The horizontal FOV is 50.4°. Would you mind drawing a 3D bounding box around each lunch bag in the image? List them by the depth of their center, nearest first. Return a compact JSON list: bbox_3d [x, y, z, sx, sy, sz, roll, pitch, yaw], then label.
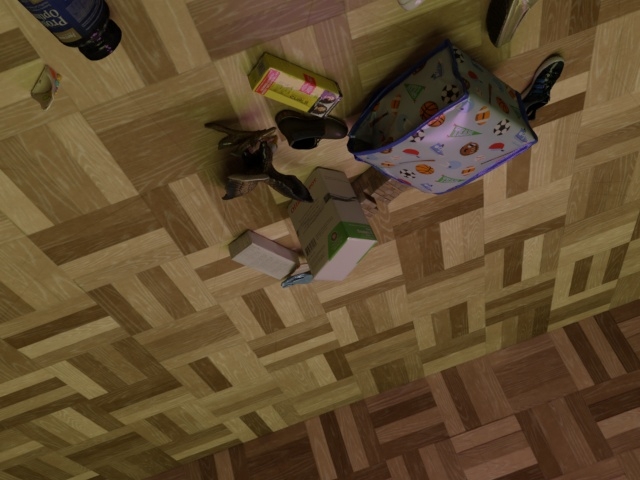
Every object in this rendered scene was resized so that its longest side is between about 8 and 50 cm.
[{"bbox_3d":[0.305,-0.294,1.803,0.328,0.238,0.385,21,137,-36],"label":"lunch bag"}]

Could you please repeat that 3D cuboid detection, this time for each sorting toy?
[{"bbox_3d":[-0.596,-0.324,1.489,0.045,0.075,0.083,16,133,-40],"label":"sorting toy"}]

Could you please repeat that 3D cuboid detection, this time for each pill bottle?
[{"bbox_3d":[-0.491,-0.456,1.319,0.123,0.122,0.219,-27,145,10],"label":"pill bottle"}]

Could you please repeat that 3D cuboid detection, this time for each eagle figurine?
[{"bbox_3d":[-0.154,-0.181,1.808,0.225,0.226,0.298,-33,143,-17],"label":"eagle figurine"}]

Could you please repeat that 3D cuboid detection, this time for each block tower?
[{"bbox_3d":[0.152,-0.144,2.087,0.335,0.090,0.097,-39,141,25],"label":"block tower"}]

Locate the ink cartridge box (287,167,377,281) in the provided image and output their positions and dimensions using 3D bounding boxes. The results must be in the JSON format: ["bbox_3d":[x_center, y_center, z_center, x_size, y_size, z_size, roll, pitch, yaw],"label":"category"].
[{"bbox_3d":[0.027,-0.047,2.000,0.115,0.272,0.198,6,138,-36],"label":"ink cartridge box"}]

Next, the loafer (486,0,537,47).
[{"bbox_3d":[0.478,-0.584,1.637,0.092,0.101,0.268,-4,142,-12],"label":"loafer"}]

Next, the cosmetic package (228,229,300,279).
[{"bbox_3d":[-0.180,0.049,2.213,0.099,0.060,0.239,-34,143,23],"label":"cosmetic package"}]

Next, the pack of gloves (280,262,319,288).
[{"bbox_3d":[-0.025,0.095,2.356,0.232,0.046,0.195,-9,157,-36],"label":"pack of gloves"}]

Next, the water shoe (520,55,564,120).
[{"bbox_3d":[0.641,-0.429,1.944,0.073,0.080,0.203,0,141,-27],"label":"water shoe"}]

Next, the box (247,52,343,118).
[{"bbox_3d":[-0.060,-0.381,1.688,0.232,0.058,0.087,14,134,-39],"label":"box"}]

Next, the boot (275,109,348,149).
[{"bbox_3d":[-0.011,-0.276,1.813,0.219,0.106,0.082,4,139,-29],"label":"boot"}]

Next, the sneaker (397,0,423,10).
[{"bbox_3d":[0.218,-0.645,1.440,0.169,0.108,0.292,18,126,-33],"label":"sneaker"}]
